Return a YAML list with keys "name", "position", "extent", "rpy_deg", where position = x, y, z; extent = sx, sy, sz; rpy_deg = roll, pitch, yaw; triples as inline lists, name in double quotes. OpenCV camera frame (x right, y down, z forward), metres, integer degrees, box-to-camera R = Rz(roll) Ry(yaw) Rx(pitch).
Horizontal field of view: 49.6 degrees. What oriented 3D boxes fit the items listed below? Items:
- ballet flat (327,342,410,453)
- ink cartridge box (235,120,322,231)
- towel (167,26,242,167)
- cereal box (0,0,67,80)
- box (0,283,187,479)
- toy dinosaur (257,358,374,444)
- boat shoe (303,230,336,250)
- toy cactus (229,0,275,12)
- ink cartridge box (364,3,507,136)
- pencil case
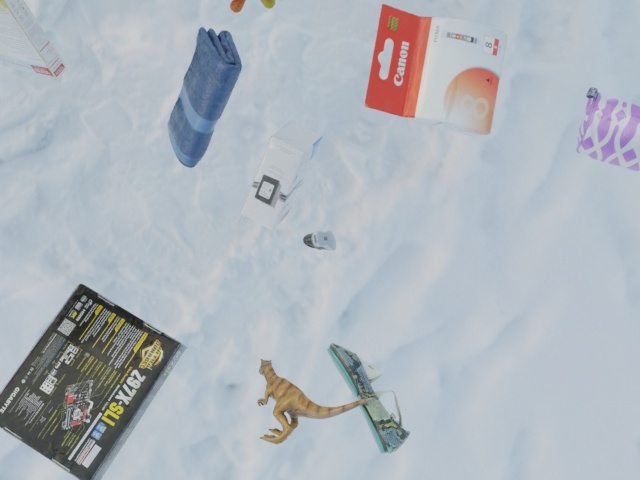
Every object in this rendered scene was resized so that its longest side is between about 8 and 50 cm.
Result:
- name: "ballet flat"
  position: [0.078, 0.233, 1.071]
  extent: [0.070, 0.070, 0.188]
  rpy_deg: [-28, 86, 2]
- name: "ink cartridge box"
  position: [-0.067, -0.090, 1.112]
  extent: [0.060, 0.104, 0.180]
  rpy_deg: [27, 119, 4]
- name: "towel"
  position: [-0.110, -0.129, 0.632]
  extent: [0.029, 0.067, 0.119]
  rpy_deg: [5, 134, -33]
- name: "cereal box"
  position: [-0.643, -0.442, 1.409]
  extent: [0.047, 0.173, 0.240]
  rpy_deg: [-61, 156, -25]
- name: "box"
  position: [-0.469, 0.285, 1.402]
  extent: [0.257, 0.079, 0.322]
  rpy_deg: [29, 73, 7]
- name: "toy dinosaur"
  position: [-0.037, 0.230, 0.971]
  extent: [0.064, 0.211, 0.112]
  rpy_deg: [16, 93, -47]
- name: "boat shoe"
  position: [0.000, 0.000, 1.714]
  extent: [0.040, 0.049, 0.142]
  rpy_deg: [-9, 171, 21]
- name: "toy cactus"
  position: [-0.136, -0.455, 1.064]
  extent: [0.112, 0.219, 0.180]
  rpy_deg: [-32, 161, 6]
- name: "ink cartridge box"
  position: [0.158, -0.230, 0.930]
  extent: [0.179, 0.045, 0.145]
  rpy_deg: [11, 89, -23]
- name: "pencil case"
  position: [0.424, -0.124, 0.865]
  extent: [0.206, 0.088, 0.086]
  rpy_deg: [21, 131, 15]
